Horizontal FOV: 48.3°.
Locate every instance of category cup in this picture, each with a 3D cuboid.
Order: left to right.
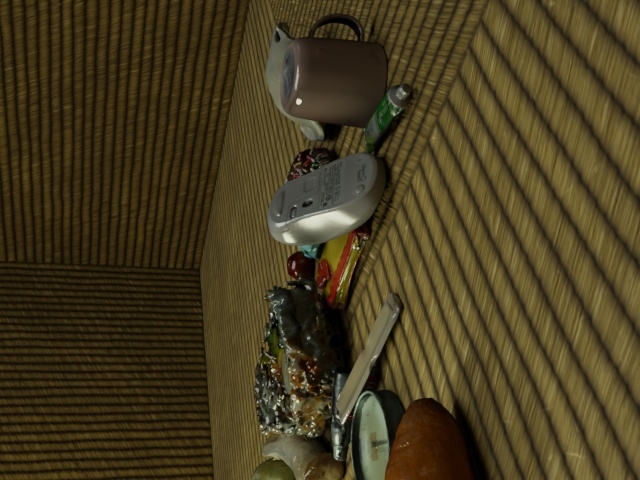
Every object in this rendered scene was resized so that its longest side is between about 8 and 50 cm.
[{"bbox_3d":[0.023,-0.388,1.599,0.191,0.200,0.253,162,111,-72],"label":"cup"}]

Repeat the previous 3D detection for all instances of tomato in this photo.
[{"bbox_3d":[-0.060,0.071,2.010,0.087,0.075,0.087,-179,90,-77],"label":"tomato"}]

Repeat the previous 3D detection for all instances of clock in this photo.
[{"bbox_3d":[-0.001,-0.001,1.763,0.108,0.045,0.147,-53,-20,-13],"label":"clock"},{"bbox_3d":[0.115,0.410,1.412,0.226,0.049,0.226,-178,90,-74],"label":"clock"}]

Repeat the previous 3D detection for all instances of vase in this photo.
[{"bbox_3d":[0.052,0.394,1.602,0.060,0.059,0.211,-157,70,-72],"label":"vase"}]

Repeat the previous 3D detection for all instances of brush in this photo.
[{"bbox_3d":[0.109,0.251,1.477,0.060,0.050,0.321,-108,34,-56],"label":"brush"}]

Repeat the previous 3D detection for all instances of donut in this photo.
[{"bbox_3d":[-0.028,-0.120,1.893,0.269,0.103,0.270,-175,90,-74],"label":"donut"}]

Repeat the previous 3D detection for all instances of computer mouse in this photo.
[{"bbox_3d":[0.022,-0.075,1.567,0.121,0.296,0.184,53,-154,-37],"label":"computer mouse"}]

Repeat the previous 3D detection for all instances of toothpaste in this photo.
[{"bbox_3d":[0.133,-0.254,1.483,0.248,0.046,0.078,130,139,-67],"label":"toothpaste"}]

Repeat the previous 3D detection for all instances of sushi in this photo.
[{"bbox_3d":[-0.064,0.291,1.793,0.417,0.175,0.418,-179,90,-75],"label":"sushi"}]

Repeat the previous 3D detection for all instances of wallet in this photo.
[{"bbox_3d":[0.046,0.037,1.679,0.141,0.067,0.241,-111,30,-50],"label":"wallet"}]

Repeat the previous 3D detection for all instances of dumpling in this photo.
[{"bbox_3d":[-0.048,-0.405,1.934,0.341,0.181,0.260,46,165,24],"label":"dumpling"}]

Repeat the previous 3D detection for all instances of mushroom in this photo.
[{"bbox_3d":[-0.048,0.545,1.798,0.095,0.122,0.351,63,158,-8],"label":"mushroom"}]

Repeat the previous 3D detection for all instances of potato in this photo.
[{"bbox_3d":[-0.103,0.658,1.923,0.194,0.157,0.157,133,138,-56],"label":"potato"}]

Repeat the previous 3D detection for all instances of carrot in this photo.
[{"bbox_3d":[0.175,0.349,1.097,0.159,0.159,0.225,117,163,-53],"label":"carrot"}]
